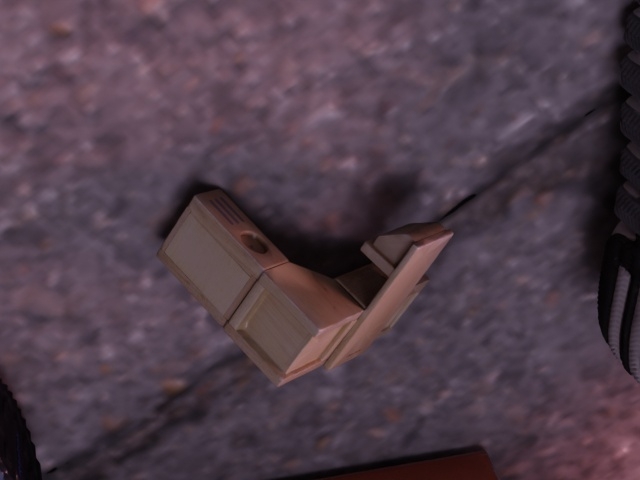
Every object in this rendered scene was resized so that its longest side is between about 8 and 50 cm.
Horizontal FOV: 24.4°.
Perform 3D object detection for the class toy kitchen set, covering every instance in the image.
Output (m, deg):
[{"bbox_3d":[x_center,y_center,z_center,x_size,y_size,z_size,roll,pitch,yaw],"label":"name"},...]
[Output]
[{"bbox_3d":[0.000,0.000,0.582,0.083,0.075,0.068,-19,150,-55],"label":"toy kitchen set"}]

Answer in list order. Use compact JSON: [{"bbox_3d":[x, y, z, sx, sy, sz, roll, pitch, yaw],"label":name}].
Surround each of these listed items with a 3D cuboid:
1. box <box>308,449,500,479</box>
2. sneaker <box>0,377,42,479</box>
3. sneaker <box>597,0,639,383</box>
[{"bbox_3d":[0.012,0.278,0.600,0.215,0.345,0.168,-9,129,-8],"label":"box"},{"bbox_3d":[-0.170,0.047,0.551,0.082,0.069,0.209,-13,130,1],"label":"sneaker"},{"bbox_3d":[0.187,-0.048,0.571,0.132,0.086,0.228,-12,131,-22],"label":"sneaker"}]
